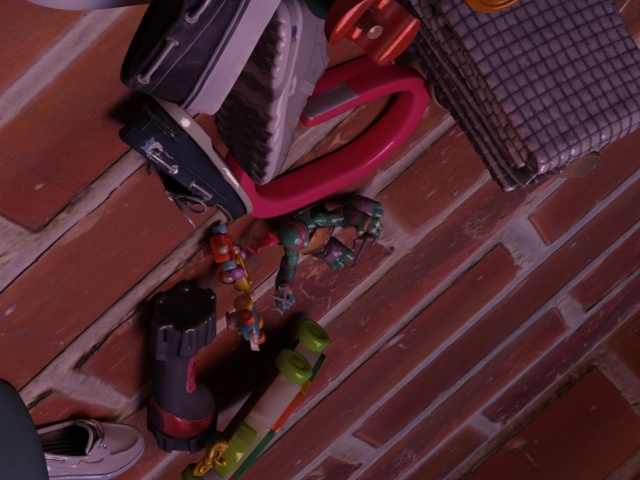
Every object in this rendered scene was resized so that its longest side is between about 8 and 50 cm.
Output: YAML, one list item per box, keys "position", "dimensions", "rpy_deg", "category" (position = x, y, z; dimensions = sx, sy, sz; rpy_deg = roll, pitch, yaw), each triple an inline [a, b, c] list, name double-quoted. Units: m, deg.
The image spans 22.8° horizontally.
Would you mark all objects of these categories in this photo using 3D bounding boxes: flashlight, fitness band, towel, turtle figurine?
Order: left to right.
- position: [-0.182, 0.173, 2.149]
  dimensions: [0.103, 0.103, 0.304]
  rpy_deg: [7, 140, -4]
  category: "flashlight"
- position: [0.000, 0.000, 2.088]
  dimensions: [0.175, 0.118, 0.234]
  rpy_deg: [-34, 176, 22]
  category: "turtle figurine"
- position: [0.009, -0.130, 1.961]
  dimensions: [0.290, 0.054, 0.209]
  rpy_deg: [-25, 155, -30]
  category: "fitness band"
- position: [0.246, -0.216, 1.862]
  dimensions: [0.235, 0.284, 0.121]
  rpy_deg: [-29, 173, -28]
  category: "towel"

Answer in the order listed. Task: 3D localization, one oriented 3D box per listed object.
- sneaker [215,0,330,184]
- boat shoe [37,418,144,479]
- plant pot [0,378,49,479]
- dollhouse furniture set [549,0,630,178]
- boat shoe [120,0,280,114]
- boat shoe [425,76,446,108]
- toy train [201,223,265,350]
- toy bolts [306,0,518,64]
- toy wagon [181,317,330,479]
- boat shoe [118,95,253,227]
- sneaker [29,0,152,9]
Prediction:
- position: [-0.035, -0.171, 1.747]
  dimensions: [0.115, 0.105, 0.281]
  rpy_deg: [-25, 152, -31]
  category: "sneaker"
- position: [-0.320, 0.280, 2.137]
  dimensions: [0.226, 0.083, 0.076]
  rpy_deg: [-12, 145, -46]
  category: "boat shoe"
- position: [-0.441, 0.334, 1.913]
  dimensions: [0.290, 0.195, 0.290]
  rpy_deg: [-32, 156, -17]
  category: "plant pot"
- position: [0.388, -0.268, 2.126]
  dimensions: [0.355, 0.174, 0.303]
  rpy_deg: [-51, 155, 24]
  category: "dollhouse furniture set"
- position: [-0.086, -0.231, 1.293]
  dimensions: [0.102, 0.108, 0.301]
  rpy_deg: [14, 135, -20]
  category: "boat shoe"
- position: [0.259, -0.171, 1.972]
  dimensions: [0.257, 0.095, 0.095]
  rpy_deg: [0, 117, -24]
  category: "boat shoe"
- position: [-0.116, 0.063, 2.027]
  dimensions: [0.046, 0.166, 0.125]
  rpy_deg: [-14, -178, 8]
  category: "toy train"
- position: [0.085, -0.303, 1.610]
  dimensions: [0.228, 0.158, 0.218]
  rpy_deg: [-44, 143, 20]
  category: "toy bolts"
- position: [-0.100, 0.264, 2.306]
  dimensions: [0.267, 0.068, 0.344]
  rpy_deg: [-51, -178, 22]
  category: "toy wagon"
- position: [-0.146, -0.079, 1.756]
  dimensions: [0.079, 0.095, 0.254]
  rpy_deg: [-41, 155, -3]
  category: "boat shoe"
- position: [-0.106, -0.299, 1.385]
  dimensions: [0.366, 0.135, 0.150]
  rpy_deg: [-21, 153, -39]
  category: "sneaker"
